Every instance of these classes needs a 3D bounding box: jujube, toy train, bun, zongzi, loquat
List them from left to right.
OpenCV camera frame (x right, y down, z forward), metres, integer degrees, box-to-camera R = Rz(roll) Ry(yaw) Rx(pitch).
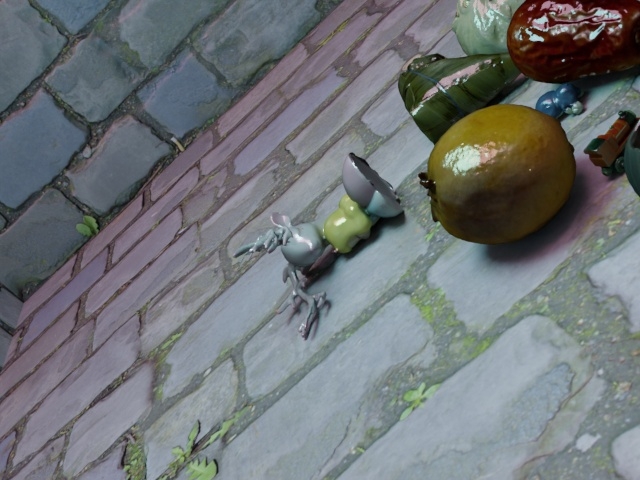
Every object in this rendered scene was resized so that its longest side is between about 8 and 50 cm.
[{"bbox_3d":[0.296,-0.348,1.808,0.274,0.125,0.250,-37,30,13],"label":"zongzi"},{"bbox_3d":[0.364,-0.485,1.848,0.231,0.133,0.231,-43,37,44],"label":"bun"},{"bbox_3d":[0.275,-0.099,1.327,0.238,0.193,0.238,-15,43,15],"label":"loquat"},{"bbox_3d":[0.449,-0.352,1.497,0.190,0.190,0.255,-50,38,-13],"label":"jujube"},{"bbox_3d":[0.440,-0.146,1.282,0.103,0.064,0.044,-49,21,-9],"label":"toy train"}]

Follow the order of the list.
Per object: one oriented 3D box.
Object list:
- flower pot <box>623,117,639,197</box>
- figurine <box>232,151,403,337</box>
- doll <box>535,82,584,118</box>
[{"bbox_3d":[0.481,-0.105,1.020,0.243,0.157,0.189,-14,36,53],"label":"flower pot"},{"bbox_3d":[-0.010,-0.010,1.667,0.316,0.206,0.284,-44,11,13],"label":"figurine"},{"bbox_3d":[0.416,-0.243,1.517,0.083,0.050,0.076,-28,23,39],"label":"doll"}]
